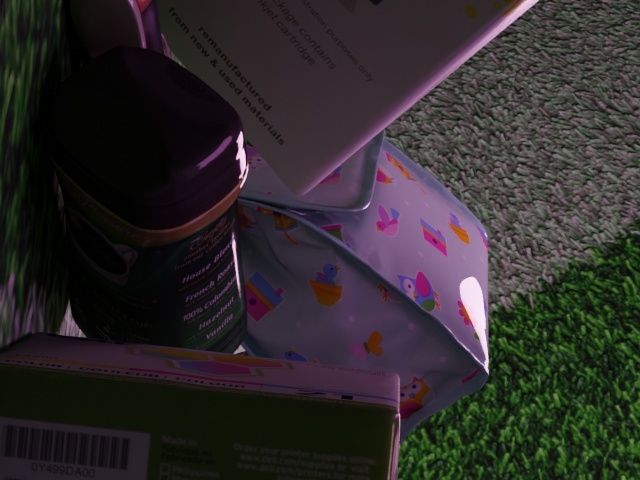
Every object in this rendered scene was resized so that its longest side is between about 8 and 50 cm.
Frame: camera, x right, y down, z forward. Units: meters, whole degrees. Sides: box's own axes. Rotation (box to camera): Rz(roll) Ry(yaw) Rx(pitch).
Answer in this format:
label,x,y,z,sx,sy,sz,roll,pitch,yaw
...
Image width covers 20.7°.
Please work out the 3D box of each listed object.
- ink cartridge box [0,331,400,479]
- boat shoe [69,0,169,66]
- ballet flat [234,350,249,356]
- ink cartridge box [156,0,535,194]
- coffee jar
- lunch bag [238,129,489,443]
label,x,y,z,sx,sy,sz,roll,pitch,yaw
ink cartridge box,-0.057,0.100,0.875,0.255,0.189,0.097,-62,158,-85
boat shoe,-0.101,-0.095,0.894,0.137,0.049,0.043,86,9,-50
ballet flat,-0.055,0.205,1.283,0.482,0.164,0.182,-95,161,-49
ink cartridge box,0.113,-0.230,0.983,0.385,0.160,0.279,-38,-177,43
coffee jar,-0.085,-0.010,0.886,0.079,0.096,0.184,-39,155,-26
lunch bag,0.000,0.000,1.326,0.160,0.262,0.223,-39,-163,23
